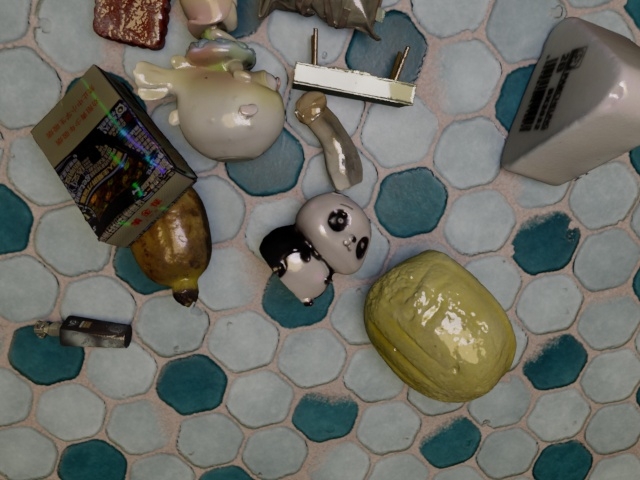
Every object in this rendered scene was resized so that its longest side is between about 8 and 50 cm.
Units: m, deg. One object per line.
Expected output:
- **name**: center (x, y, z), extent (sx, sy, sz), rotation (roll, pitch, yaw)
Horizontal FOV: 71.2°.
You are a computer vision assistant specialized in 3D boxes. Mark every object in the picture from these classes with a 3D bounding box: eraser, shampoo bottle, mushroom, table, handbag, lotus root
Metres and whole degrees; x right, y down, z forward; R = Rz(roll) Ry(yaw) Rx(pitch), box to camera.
- **eraser**: center (0.528, -0.302, 0.906), extent (0.150, 0.331, 0.331), rotation (19, 102, -7)
- **shampoo bottle**: center (-0.549, 0.214, 1.034), extent (0.207, 0.057, 0.063), rotation (7, 111, -4)
- **mushroom**: center (0.022, -0.207, 0.937), extent (0.092, 0.081, 0.223), rotation (-41, 122, -24)
- **table**: center (0.069, -0.346, 0.904), extent (0.240, 0.121, 0.111), rotation (8, 103, -7)
- **handbag**: center (0.008, -0.492, 0.864), extent (0.270, 0.117, 0.182), rotation (14, 99, -2)
- **lotus root**: center (-0.316, -0.013, 0.939), extent (0.169, 0.141, 0.314), rotation (-14, 88, 9)

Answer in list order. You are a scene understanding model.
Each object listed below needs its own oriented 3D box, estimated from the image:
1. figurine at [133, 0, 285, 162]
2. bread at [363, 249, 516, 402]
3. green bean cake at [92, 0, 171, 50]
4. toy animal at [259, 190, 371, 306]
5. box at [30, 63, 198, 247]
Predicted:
- **figurine**: center (-0.212, -0.346, 0.843), extent (0.274, 0.226, 0.394), rotation (-9, 96, -29)
- **bread**: center (0.245, 0.190, 0.961), extent (0.237, 0.320, 0.320), rotation (-41, 104, -13)
- **green bean cake**: center (-0.368, -0.454, 0.879), extent (0.135, 0.056, 0.135), rotation (11, 104, -6)
- **toy animal**: center (-0.001, 0.006, 0.964), extent (0.235, 0.165, 0.187), rotation (-36, 122, 5)
- **box**: center (-0.402, -0.165, 0.861), extent (0.198, 0.084, 0.310), rotation (-43, 71, 7)
